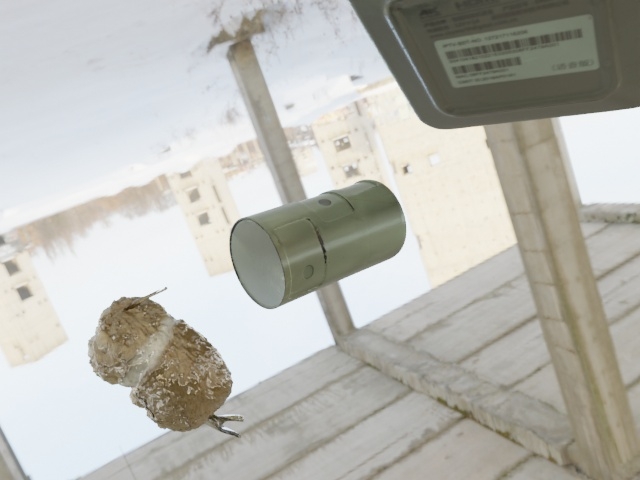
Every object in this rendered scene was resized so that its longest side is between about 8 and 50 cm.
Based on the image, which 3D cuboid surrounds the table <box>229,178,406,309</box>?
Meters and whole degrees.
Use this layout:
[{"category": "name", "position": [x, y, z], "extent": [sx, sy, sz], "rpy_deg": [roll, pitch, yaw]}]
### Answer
[{"category": "table", "position": [0.000, 0.000, 0.811], "extent": [0.220, 0.126, 0.126], "rpy_deg": [-21, -170, -36]}]

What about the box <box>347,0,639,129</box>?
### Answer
[{"category": "box", "position": [0.254, -0.292, 0.801], "extent": [0.367, 0.373, 0.090], "rpy_deg": [-2, -116, 32]}]

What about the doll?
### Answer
[{"category": "doll", "position": [-0.163, 0.155, 0.658], "extent": [0.115, 0.221, 0.105], "rpy_deg": [-30, -164, 20]}]
